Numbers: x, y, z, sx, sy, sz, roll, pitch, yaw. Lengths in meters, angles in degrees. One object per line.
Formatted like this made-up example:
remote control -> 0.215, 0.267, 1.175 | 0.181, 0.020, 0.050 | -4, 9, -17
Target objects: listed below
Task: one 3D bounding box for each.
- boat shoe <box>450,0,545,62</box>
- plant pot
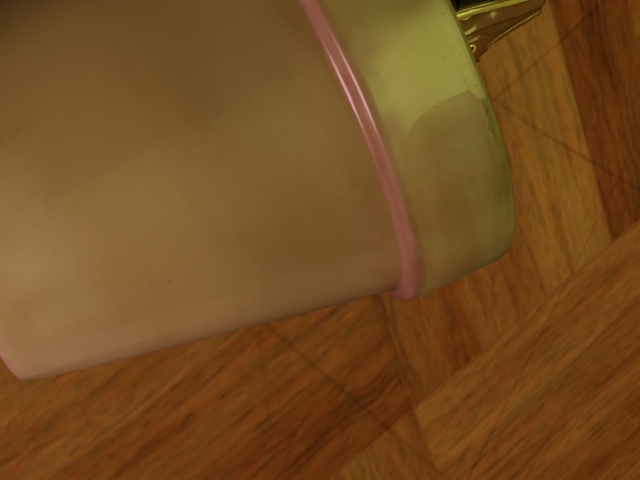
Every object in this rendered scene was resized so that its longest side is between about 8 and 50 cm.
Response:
boat shoe -> 0.091, -0.152, 1.109 | 0.178, 0.064, 0.060 | -23, 124, -24
plant pot -> -0.092, -0.069, 0.858 | 0.280, 0.323, 0.323 | -27, 122, -9
